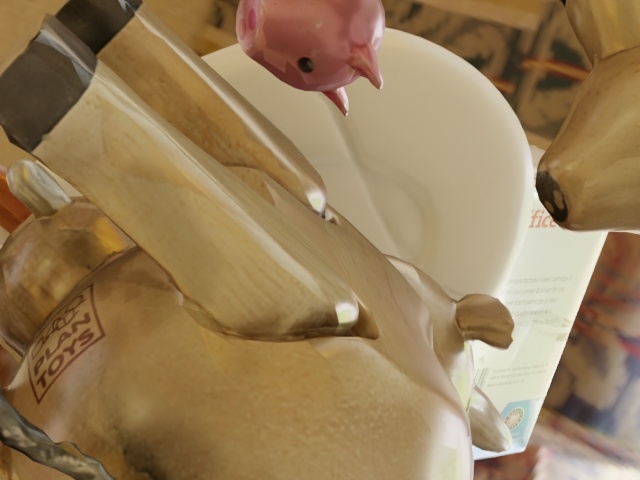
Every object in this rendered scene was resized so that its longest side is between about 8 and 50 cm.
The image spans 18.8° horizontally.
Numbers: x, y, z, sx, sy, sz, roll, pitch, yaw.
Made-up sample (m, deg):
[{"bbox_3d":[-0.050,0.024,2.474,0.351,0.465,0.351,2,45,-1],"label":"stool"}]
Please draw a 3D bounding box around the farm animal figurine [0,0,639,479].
[{"bbox_3d":[0.000,0.000,0.479,0.172,0.327,0.330,41,118,-9],"label":"farm animal figurine"}]

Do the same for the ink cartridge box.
[{"bbox_3d":[0.094,0.039,1.208,0.140,0.082,0.190,-1,114,-50],"label":"ink cartridge box"}]

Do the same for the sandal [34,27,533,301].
[{"bbox_3d":[-0.102,0.066,0.745,0.416,0.102,0.169,-42,109,-2],"label":"sandal"}]
